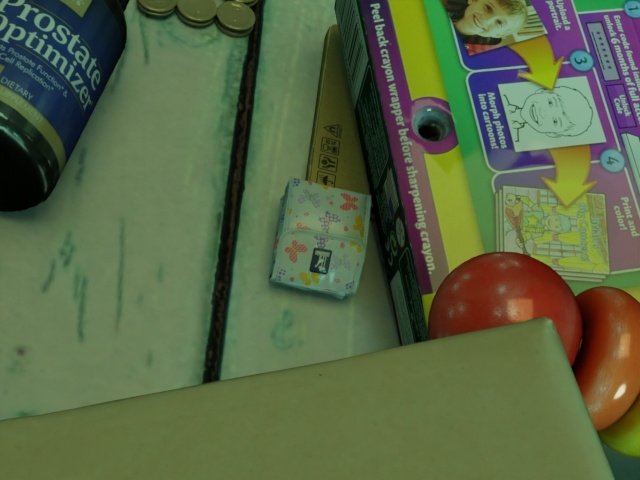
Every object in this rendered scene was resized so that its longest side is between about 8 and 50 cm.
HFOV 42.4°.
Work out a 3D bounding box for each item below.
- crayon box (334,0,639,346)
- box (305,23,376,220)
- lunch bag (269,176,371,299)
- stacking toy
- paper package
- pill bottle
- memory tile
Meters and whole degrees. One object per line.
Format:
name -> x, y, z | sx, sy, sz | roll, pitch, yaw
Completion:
crayon box -> 0.197, -0.080, 0.664 | 0.313, 0.106, 0.362 | -7, 70, -8
box -> 0.075, -0.100, 0.748 | 0.165, 0.021, 0.201 | 14, 57, -10
lunch bag -> 0.000, 0.000, 0.646 | 0.071, 0.053, 0.083 | 13, 66, -8
stacking toy -> 0.220, 0.096, 0.503 | 0.330, 0.141, 0.141 | 18, 56, -7
paper package -> -0.001, 0.225, 0.352 | 0.310, 0.168, 0.324 | -12, 49, 2
pill bottle -> -0.219, -0.140, 0.616 | 0.123, 0.123, 0.219 | 19, 56, -7
memory tile -> -0.113, -0.259, 0.789 | 0.113, 0.012, 0.148 | 9, 57, -13
